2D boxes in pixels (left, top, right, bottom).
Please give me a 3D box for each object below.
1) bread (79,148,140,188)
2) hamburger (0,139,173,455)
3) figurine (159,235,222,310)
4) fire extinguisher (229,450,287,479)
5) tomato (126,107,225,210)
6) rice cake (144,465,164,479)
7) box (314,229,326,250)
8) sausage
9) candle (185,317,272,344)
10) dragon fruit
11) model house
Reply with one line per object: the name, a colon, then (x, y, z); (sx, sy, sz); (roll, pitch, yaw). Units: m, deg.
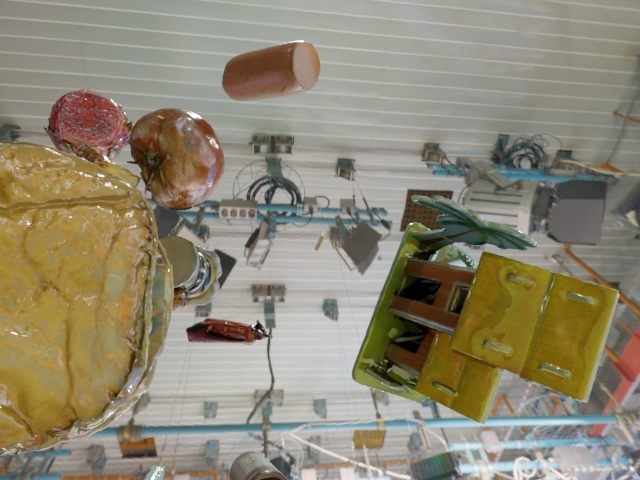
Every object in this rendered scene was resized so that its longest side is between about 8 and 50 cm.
bread: (-0.505, -0.051, 0.862); (0.114, 0.184, 0.275); (37, -100, -40)
hamburger: (-0.274, 0.048, 0.397); (0.259, 0.284, 0.144); (15, -20, -24)
figurine: (-0.327, 0.088, 1.029); (0.132, 0.236, 0.176); (8, -103, 3)
fire extinguisher: (-0.095, 0.392, 0.676); (0.099, 0.071, 0.231); (24, -23, -9)
tomato: (-0.299, -0.192, 0.902); (0.155, 0.180, 0.214); (-29, -89, 46)
rice cake: (-0.365, 0.527, 0.865); (0.042, 0.180, 0.031); (4, -88, -6)
box: (0.000, 0.000, 1.171); (0.012, 0.083, 0.046); (26, -77, 0)
sausage: (-0.141, -0.432, 1.082); (0.304, 0.121, 0.121); (9, -49, 40)
candle: (-0.244, 0.244, 1.103); (0.301, 0.084, 0.059); (-4, -48, 37)
dragon fruit: (-0.633, -0.306, 1.159); (0.210, 0.283, 0.147); (18, -26, -38)
model house: (0.211, 0.124, 0.618); (0.340, 0.323, 0.301); (28, -100, -32)
